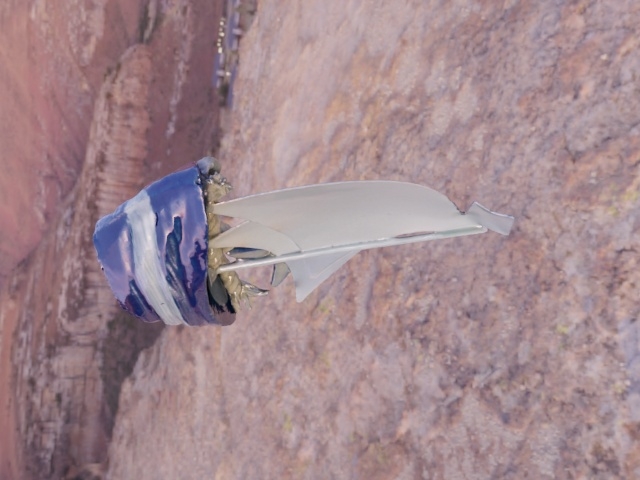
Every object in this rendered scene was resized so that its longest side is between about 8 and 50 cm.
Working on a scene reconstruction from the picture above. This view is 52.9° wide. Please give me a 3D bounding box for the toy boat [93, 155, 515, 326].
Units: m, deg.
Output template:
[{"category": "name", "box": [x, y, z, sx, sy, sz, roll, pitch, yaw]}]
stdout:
[{"category": "toy boat", "box": [-0.017, 0.013, 0.475, 0.210, 0.292, 0.070, -44, 50, 53]}]
